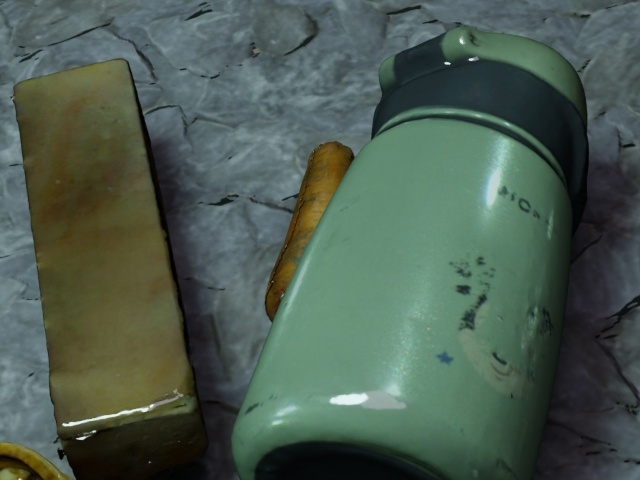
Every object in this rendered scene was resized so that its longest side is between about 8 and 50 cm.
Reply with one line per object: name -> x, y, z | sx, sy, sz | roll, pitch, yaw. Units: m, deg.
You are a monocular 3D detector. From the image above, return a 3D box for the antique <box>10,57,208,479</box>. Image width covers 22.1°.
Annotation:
antique -> -0.137, 0.021, 1.056 | 0.087, 0.093, 0.310 | -14, 49, -3

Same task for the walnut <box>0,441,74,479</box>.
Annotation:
walnut -> -0.169, 0.168, 0.956 | 0.121, 0.052, 0.091 | 28, 96, 30

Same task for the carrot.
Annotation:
carrot -> 0.000, 0.000, 1.086 | 0.055, 0.055, 0.161 | 2, 43, 10

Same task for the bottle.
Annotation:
bottle -> 0.073, 0.016, 0.980 | 0.168, 0.168, 0.347 | 9, 51, 16
